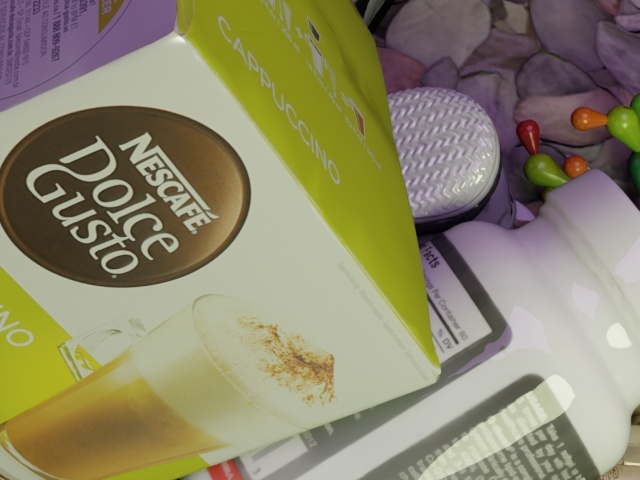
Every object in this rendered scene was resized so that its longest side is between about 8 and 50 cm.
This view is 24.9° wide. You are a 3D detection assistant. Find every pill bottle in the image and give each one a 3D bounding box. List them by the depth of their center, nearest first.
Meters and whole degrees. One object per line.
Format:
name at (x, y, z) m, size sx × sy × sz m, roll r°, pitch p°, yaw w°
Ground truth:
pill bottle at (0.090, 0.116, 1.048) m, size 0.363 × 0.210 × 0.210 m, roll -32°, pitch 71°, yaw 1°

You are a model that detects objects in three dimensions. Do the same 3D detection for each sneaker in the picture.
sneaker at (0.000, 0.000, 1.200) m, size 0.365 × 0.210 × 0.137 m, roll -15°, pitch 61°, yaw 22°

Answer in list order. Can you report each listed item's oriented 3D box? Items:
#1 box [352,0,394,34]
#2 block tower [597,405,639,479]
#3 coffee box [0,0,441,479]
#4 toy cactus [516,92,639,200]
box at (-0.074, -0.301, 1.308) m, size 0.312 × 0.179 × 0.343 m, roll 30°, pitch 63°, yaw 5°
block tower at (0.216, 0.161, 1.171) m, size 0.091 × 0.097 × 0.335 m, roll 6°, pitch 62°, yaw -7°
coffee box at (-0.152, -0.070, 0.949) m, size 0.334 × 0.337 × 0.338 m, roll -22°, pitch 46°, yaw 15°
toy cactus at (0.287, -0.041, 1.295) m, size 0.219 × 0.112 × 0.180 m, roll -3°, pitch 83°, yaw -13°
